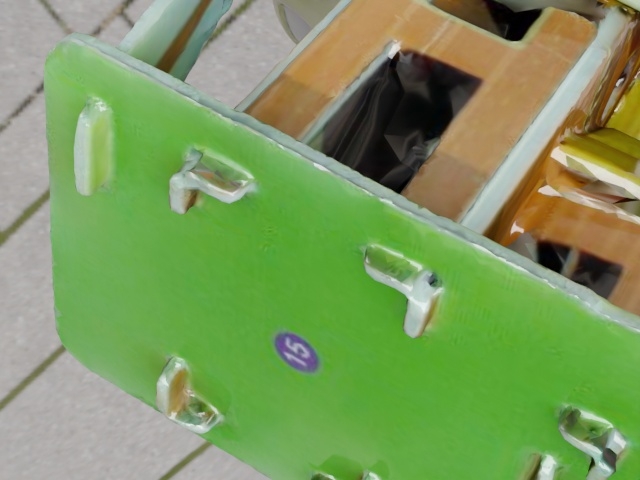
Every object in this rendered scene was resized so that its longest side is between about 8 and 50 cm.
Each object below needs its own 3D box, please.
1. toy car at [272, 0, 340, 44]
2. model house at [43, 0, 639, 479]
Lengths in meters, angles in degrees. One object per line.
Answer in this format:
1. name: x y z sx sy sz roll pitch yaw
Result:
1. toy car: 0.029 -0.243 1.159 0.336 0.242 0.226 36 132 37
2. model house: 0.096 -0.075 0.550 0.300 0.323 0.340 27 140 14
